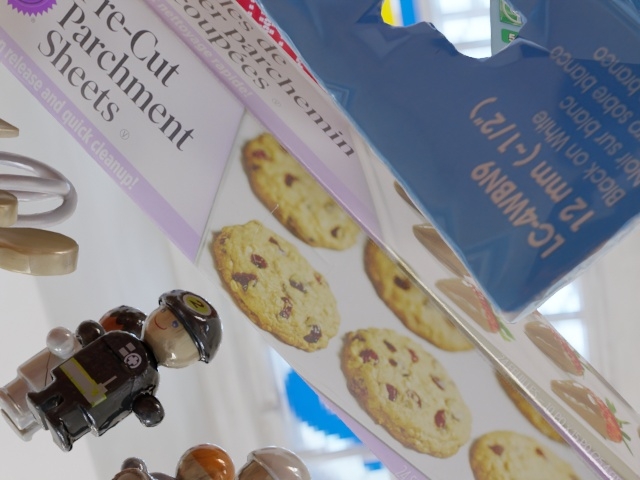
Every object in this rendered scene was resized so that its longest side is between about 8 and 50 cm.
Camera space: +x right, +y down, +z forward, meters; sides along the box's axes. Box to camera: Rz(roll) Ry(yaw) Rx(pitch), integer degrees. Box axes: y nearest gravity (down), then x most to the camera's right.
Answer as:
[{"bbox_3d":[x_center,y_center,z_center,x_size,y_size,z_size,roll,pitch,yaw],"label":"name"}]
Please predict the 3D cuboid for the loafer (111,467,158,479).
[{"bbox_3d":[-0.099,0.160,0.987,0.045,0.039,0.125,-22,-138,18],"label":"loafer"}]

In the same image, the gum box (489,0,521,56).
[{"bbox_3d":[0.115,-0.166,0.772,0.041,0.184,0.157,17,-133,25],"label":"gum box"}]

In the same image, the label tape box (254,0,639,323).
[{"bbox_3d":[0.100,-0.183,0.478,0.347,0.115,0.249,-41,-142,6],"label":"label tape box"}]

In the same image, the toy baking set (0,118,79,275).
[{"bbox_3d":[-0.182,-0.014,0.686,0.196,0.030,0.256,8,-166,-9],"label":"toy baking set"}]

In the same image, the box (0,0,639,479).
[{"bbox_3d":[0.000,0.000,0.724,0.324,0.067,0.063,47,-154,6],"label":"box"}]

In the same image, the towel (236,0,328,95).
[{"bbox_3d":[-0.088,-0.216,1.263,0.274,0.199,0.031,23,-143,8],"label":"towel"}]

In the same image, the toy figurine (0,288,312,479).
[{"bbox_3d":[-0.124,0.146,1.464,0.148,0.213,0.209,-35,-171,-18],"label":"toy figurine"}]
